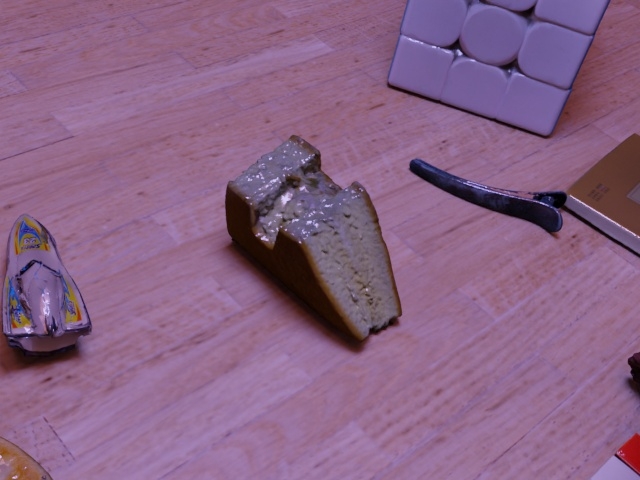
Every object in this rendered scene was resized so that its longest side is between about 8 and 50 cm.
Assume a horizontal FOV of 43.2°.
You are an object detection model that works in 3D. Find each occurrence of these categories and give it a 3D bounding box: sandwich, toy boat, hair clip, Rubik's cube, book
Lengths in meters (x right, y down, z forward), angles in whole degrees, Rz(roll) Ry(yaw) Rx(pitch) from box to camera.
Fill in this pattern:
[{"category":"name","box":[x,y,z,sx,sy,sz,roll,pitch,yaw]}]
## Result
[{"category":"sandwich","box":[0.000,0.000,0.952,0.122,0.128,0.235,-34,59,-30]},{"category":"toy boat","box":[-0.307,0.041,0.872,0.084,0.066,0.210,-8,46,-24]},{"category":"hair clip","box":[0.235,-0.073,1.151,0.229,0.039,0.070,19,44,7]},{"category":"Rubik's cube","box":[0.307,-0.396,1.328,0.291,0.290,0.292,19,44,6]},{"category":"book","box":[0.572,-0.013,1.178,0.389,0.032,0.269,37,46,24]}]

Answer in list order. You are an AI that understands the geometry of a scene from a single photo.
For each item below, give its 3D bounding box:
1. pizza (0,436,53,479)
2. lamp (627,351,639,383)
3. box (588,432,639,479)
[{"category":"pizza","box":[-0.321,0.219,0.697,0.178,0.041,0.131,6,40,-8]},{"category":"lamp","box":[0.409,0.179,0.828,0.151,0.223,0.215,-30,66,-13]},{"category":"box","box":[0.308,0.270,0.797,0.152,0.048,0.100,-27,58,-35]}]
